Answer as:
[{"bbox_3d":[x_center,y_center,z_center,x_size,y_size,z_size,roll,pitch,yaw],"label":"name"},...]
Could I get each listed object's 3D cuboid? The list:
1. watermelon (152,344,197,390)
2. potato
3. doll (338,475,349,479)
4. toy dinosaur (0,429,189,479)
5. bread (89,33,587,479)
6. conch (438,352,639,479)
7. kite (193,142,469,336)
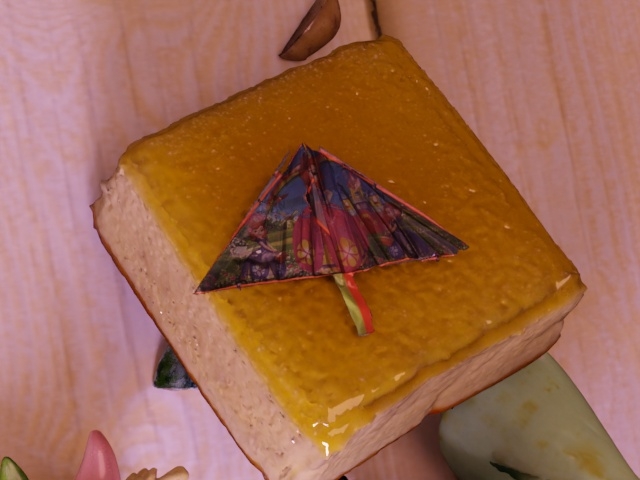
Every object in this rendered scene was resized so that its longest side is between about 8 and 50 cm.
[{"bbox_3d":[-0.101,0.110,1.727,0.085,0.085,0.061,-47,142,-28],"label":"watermelon"},{"bbox_3d":[0.001,-0.202,1.851,0.036,0.037,0.093,41,62,-19],"label":"potato"},{"bbox_3d":[0.106,0.256,1.730,0.249,0.088,0.127,24,25,1],"label":"doll"},{"bbox_3d":[-0.198,0.247,1.562,0.152,0.177,0.194,26,66,-22],"label":"toy dinosaur"},{"bbox_3d":[0.017,0.014,1.694,0.324,0.143,0.333,-25,69,-27],"label":"bread"},{"bbox_3d":[0.200,0.203,1.787,0.143,0.137,0.250,-40,75,12],"label":"conch"},{"bbox_3d":[0.000,0.000,1.606,0.241,0.014,0.183,-13,67,-20],"label":"kite"}]
